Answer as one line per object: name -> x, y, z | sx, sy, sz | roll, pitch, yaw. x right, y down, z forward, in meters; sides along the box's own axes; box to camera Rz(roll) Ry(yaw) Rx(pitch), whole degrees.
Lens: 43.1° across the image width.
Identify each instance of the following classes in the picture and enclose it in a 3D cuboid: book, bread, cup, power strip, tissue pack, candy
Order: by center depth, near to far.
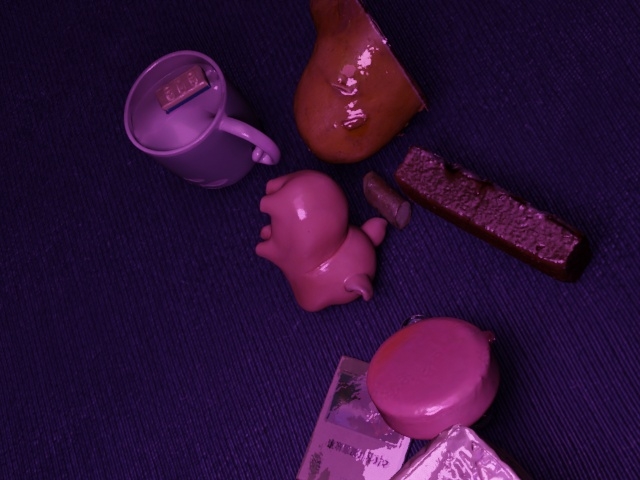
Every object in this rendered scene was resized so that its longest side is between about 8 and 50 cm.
tissue pack -> 0.237, 0.490, 1.423 | 0.297, 0.380, 0.207 | -45, 63, 3
candy -> 0.215, 0.249, 1.503 | 0.255, 0.094, 0.255 | -19, 34, 14
bread -> 0.358, -0.056, 1.683 | 0.417, 0.165, 0.113 | 32, 91, 26
book -> 0.092, 0.401, 1.705 | 0.215, 0.025, 0.282 | 14, 76, 23
power strip -> -0.306, -0.333, 1.790 | 0.123, 0.032, 0.056 | -30, 64, 9
cup -> -0.242, -0.254, 1.911 | 0.357, 0.274, 0.259 | 22, 81, 24

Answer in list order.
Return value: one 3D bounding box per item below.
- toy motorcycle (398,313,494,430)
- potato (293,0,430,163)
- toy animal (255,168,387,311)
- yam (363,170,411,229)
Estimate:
toy motorcycle -> 0.211, 0.282, 1.633 | 0.198, 0.109, 0.296 | -31, 50, -10
potato -> 0.035, -0.372, 1.830 | 0.296, 0.290, 0.397 | -35, 92, 9
toy animal -> 0.000, 0.000, 1.723 | 0.269, 0.326, 0.237 | 11, 45, 7
yam -> 0.144, -0.092, 1.826 | 0.069, 0.070, 0.146 | -47, 65, 1
